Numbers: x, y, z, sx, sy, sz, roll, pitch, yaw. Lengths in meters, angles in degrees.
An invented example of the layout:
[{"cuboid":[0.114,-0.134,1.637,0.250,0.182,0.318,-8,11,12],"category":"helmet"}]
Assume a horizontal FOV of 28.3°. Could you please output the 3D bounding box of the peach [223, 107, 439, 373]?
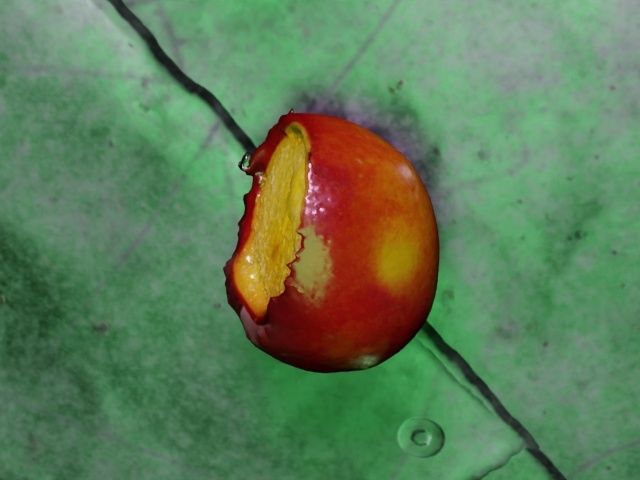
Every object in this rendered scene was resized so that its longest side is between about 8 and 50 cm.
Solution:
[{"cuboid":[0.000,0.000,1.118,0.196,0.190,0.226,-15,117,25],"category":"peach"}]
